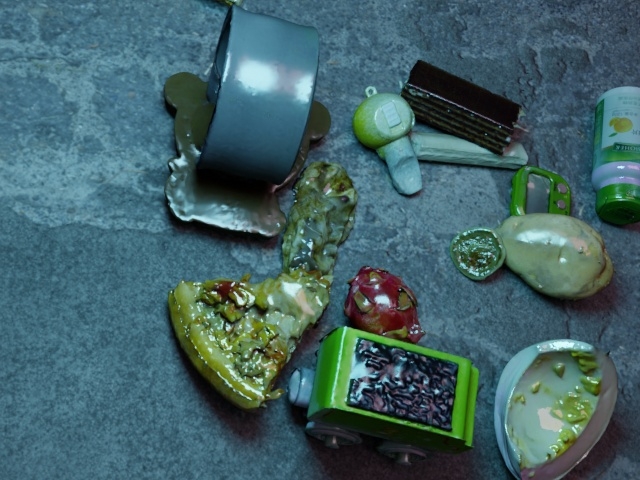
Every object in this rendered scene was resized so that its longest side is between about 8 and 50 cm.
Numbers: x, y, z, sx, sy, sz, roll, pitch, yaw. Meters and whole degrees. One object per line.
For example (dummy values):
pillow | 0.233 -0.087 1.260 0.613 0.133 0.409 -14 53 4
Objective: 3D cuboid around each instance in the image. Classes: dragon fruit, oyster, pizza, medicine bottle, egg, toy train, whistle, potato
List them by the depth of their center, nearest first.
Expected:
toy train | 0.111 0.255 1.615 0.307 0.249 0.174 16 66 -13
pizza | -0.097 0.159 1.628 0.287 0.074 0.251 -11 62 -6
dragon fruit | 0.109 0.125 1.740 0.133 0.136 0.166 -46 77 4
egg | 0.398 0.286 1.756 0.206 0.161 0.271 26 94 -43
oyster | -0.002 -0.001 1.789 0.128 0.078 0.345 23 59 -19
potato | 0.451 0.022 1.890 0.234 0.128 0.161 40 93 3
whistle | 0.133 -0.193 1.910 0.122 0.123 0.223 -28 99 -27
medicine bottle | 0.631 -0.174 2.050 0.133 0.133 0.274 17 64 -12

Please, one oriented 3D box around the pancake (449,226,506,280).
pancake | 0.300 0.021 1.881 0.108 0.017 0.108 1 93 14

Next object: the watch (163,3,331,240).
watch | -0.115 -0.209 1.680 0.313 0.327 0.335 12 65 -10

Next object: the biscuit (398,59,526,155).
biscuit | 0.281 -0.266 1.968 0.252 0.070 0.106 24 43 0

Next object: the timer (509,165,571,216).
timer | 0.441 -0.078 1.990 0.128 0.047 0.140 18 63 -14

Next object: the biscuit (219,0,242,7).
biscuit | -0.178 -0.627 1.998 0.094 0.054 0.379 13 64 -15

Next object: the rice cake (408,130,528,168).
rice cake | 0.292 -0.181 1.976 0.256 0.052 0.057 4 63 -19
